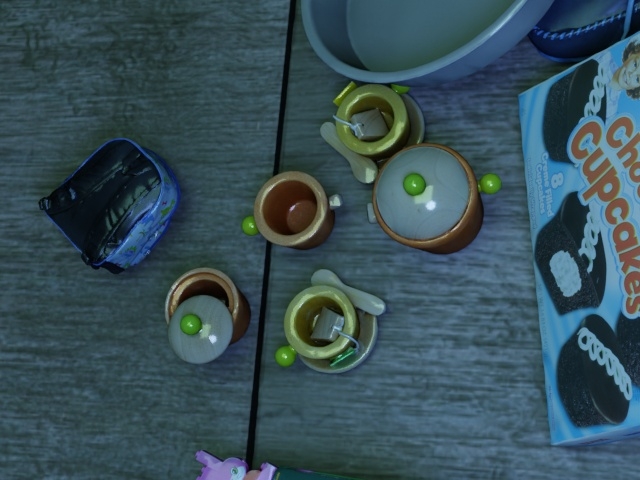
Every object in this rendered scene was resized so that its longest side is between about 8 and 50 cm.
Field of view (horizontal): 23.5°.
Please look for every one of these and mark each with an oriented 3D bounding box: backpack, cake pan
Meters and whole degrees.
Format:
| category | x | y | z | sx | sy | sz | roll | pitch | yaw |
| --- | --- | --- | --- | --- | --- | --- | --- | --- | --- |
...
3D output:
| category | x | y | z | sx | sy | sz | roll | pitch | yaw |
| --- | --- | --- | --- | --- | --- | --- | --- | --- | --- |
| backpack | -0.194 | -0.037 | 1.498 | 0.114 | 0.084 | 0.105 | -47 | 68 | 8 |
| cake pan | 0.113 | -0.263 | 1.418 | 0.293 | 0.054 | 0.293 | -20 | 53 | 30 |

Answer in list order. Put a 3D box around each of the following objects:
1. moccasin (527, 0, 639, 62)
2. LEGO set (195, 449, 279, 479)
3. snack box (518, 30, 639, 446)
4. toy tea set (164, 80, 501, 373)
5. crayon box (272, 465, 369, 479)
| category | x | y | z | sx | sy | sz | roll | pitch | yaw |
| --- | --- | --- | --- | --- | --- | --- | --- | --- | --- |
| moccasin | 0.322 | -0.290 | 1.370 | 0.342 | 0.117 | 0.137 | -35 | 68 | 8 |
| LEGO set | -0.129 | 0.282 | 1.392 | 0.093 | 0.087 | 0.227 | 28 | 87 | 7 |
| snack box | 0.257 | 0.000 | 1.295 | 0.187 | 0.060 | 0.321 | -26 | 63 | 54 |
| toy tea set | 0.000 | 0.000 | 1.401 | 0.200 | 0.124 | 0.336 | 43 | 92 | 23 |
| crayon box | 0.003 | 0.337 | 1.274 | 0.165 | 0.081 | 0.278 | 0 | 67 | 48 |
